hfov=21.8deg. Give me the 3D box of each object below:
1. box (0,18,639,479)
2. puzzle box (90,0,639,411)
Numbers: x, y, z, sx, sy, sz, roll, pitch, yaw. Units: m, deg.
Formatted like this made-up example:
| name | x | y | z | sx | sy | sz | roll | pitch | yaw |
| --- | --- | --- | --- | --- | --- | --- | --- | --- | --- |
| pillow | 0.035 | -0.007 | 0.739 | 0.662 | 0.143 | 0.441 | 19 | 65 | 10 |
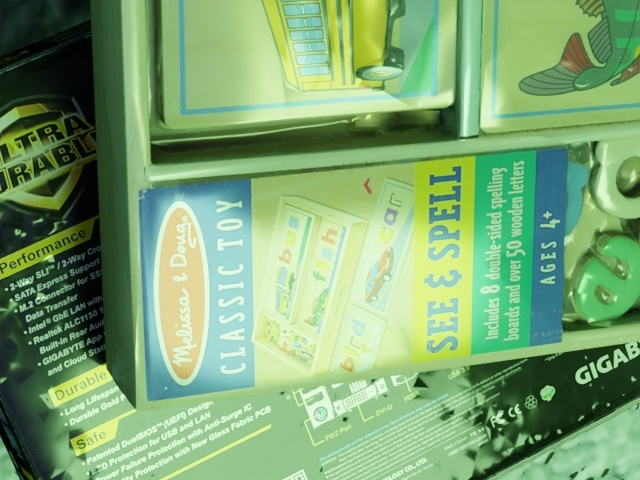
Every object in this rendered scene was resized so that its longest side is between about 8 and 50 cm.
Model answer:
| name | x | y | z | sx | sy | sz | roll | pitch | yaw |
| --- | --- | --- | --- | --- | --- | --- | --- | --- | --- |
| box | 0.000 | 0.000 | 0.736 | 0.322 | 0.079 | 0.257 | -26 | 104 | -15 |
| puzzle box | 0.045 | -0.148 | 0.635 | 0.272 | 0.052 | 0.409 | -7 | 108 | -19 |
